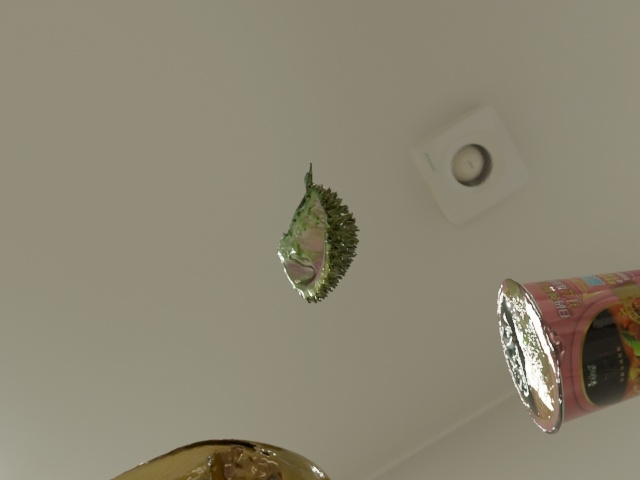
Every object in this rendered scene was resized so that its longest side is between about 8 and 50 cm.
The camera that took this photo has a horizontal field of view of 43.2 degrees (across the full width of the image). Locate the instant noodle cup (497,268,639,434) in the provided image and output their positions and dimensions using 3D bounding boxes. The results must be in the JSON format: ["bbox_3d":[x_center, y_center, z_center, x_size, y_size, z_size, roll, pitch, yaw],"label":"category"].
[{"bbox_3d":[0.417,0.140,1.184,0.254,0.244,0.244,-13,-75,-4],"label":"instant noodle cup"}]

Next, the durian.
[{"bbox_3d":[0.010,0.000,1.103,0.095,0.221,0.137,-22,-113,-19],"label":"durian"}]

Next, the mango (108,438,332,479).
[{"bbox_3d":[-0.109,0.260,0.709,0.261,0.130,0.167,-29,-68,15],"label":"mango"}]
